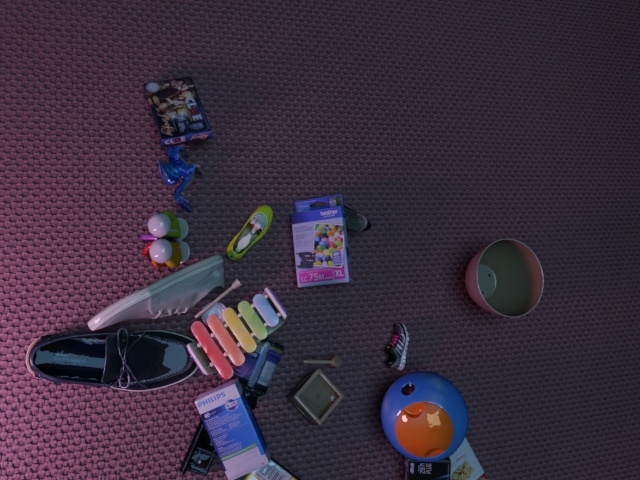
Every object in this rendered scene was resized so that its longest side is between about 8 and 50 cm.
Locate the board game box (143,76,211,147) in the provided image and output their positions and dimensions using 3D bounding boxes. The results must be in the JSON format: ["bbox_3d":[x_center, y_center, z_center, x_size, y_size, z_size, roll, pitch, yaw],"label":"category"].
[{"bbox_3d":[-0.474,-0.430,1.749,0.164,0.042,0.244,-16,67,-20],"label":"board game box"}]

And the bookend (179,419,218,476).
[{"bbox_3d":[-0.333,0.668,1.647,0.156,0.072,0.157,26,75,-12],"label":"bookend"}]

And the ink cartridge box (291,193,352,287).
[{"bbox_3d":[0.000,0.000,1.820,0.185,0.065,0.312,-8,80,15],"label":"ink cartridge box"}]

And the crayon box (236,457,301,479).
[{"bbox_3d":[-0.206,0.856,1.652,0.203,0.083,0.323,40,71,-8],"label":"crayon box"}]

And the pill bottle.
[{"bbox_3d":[-0.212,0.421,1.697,0.122,0.123,0.219,26,75,-12],"label":"pill bottle"}]

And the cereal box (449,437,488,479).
[{"bbox_3d":[0.481,0.812,1.894,0.172,0.047,0.240,-30,91,-18],"label":"cereal box"}]

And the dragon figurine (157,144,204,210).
[{"bbox_3d":[-0.484,-0.238,1.734,0.144,0.085,0.289,-37,95,-20],"label":"dragon figurine"}]

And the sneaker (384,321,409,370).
[{"bbox_3d":[0.266,0.377,1.887,0.074,0.063,0.171,8,84,-22],"label":"sneaker"}]

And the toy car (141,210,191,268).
[{"bbox_3d":[-0.503,0.000,1.676,0.136,0.159,0.182,-8,83,18],"label":"toy car"}]

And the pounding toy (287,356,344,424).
[{"bbox_3d":[-0.012,0.476,1.774,0.181,0.094,0.206,47,62,-1],"label":"pounding toy"}]

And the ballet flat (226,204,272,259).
[{"bbox_3d":[-0.231,-0.029,1.786,0.077,0.077,0.231,39,72,-8],"label":"ballet flat"}]

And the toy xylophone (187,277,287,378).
[{"bbox_3d":[-0.270,0.262,1.643,0.322,0.081,0.236,-44,76,-7],"label":"toy xylophone"}]

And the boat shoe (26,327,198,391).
[{"bbox_3d":[-0.604,0.354,1.569,0.499,0.156,0.187,6,78,-18],"label":"boat shoe"}]

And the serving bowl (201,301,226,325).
[{"bbox_3d":[-0.348,0.243,1.732,0.083,0.027,0.084,3,81,-17],"label":"serving bowl"}]

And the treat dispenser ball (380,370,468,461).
[{"bbox_3d":[0.345,0.584,1.763,0.287,0.288,0.289,3,81,-17],"label":"treat dispenser ball"}]

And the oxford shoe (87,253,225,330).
[{"bbox_3d":[-0.474,0.178,1.611,0.449,0.169,0.130,-25,97,-34],"label":"oxford shoe"}]

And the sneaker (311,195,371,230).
[{"bbox_3d":[0.075,-0.086,1.901,0.221,0.118,0.083,27,92,17],"label":"sneaker"}]

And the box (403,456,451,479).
[{"bbox_3d":[0.362,0.822,1.808,0.147,0.077,0.180,3,90,-1],"label":"box"}]

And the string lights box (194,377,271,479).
[{"bbox_3d":[-0.261,0.565,1.586,0.133,0.077,0.260,-23,90,-1],"label":"string lights box"}]

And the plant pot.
[{"bbox_3d":[0.654,0.147,1.979,0.283,0.191,0.285,3,80,-18],"label":"plant pot"}]
